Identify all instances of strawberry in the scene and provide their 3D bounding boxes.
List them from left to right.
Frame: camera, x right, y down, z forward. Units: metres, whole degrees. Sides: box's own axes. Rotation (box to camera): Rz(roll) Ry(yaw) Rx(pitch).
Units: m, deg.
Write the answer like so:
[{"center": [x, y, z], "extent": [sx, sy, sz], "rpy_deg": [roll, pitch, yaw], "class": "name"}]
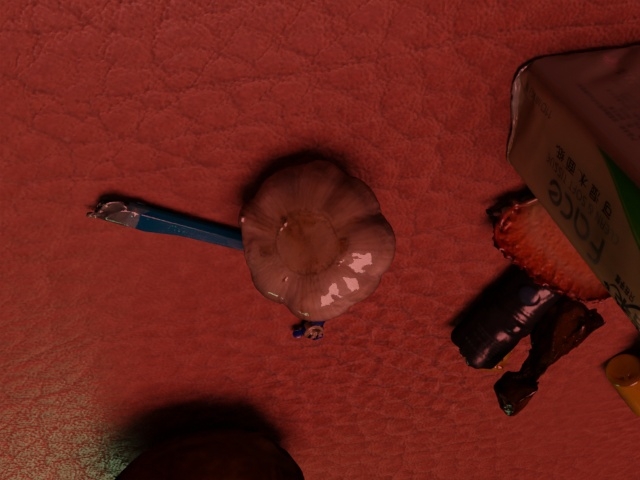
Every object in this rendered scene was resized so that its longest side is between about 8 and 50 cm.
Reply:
[{"center": [0.367, 0.010, 1.057], "extent": [0.167, 0.208, 0.087], "rpy_deg": [-27, 168, 16], "class": "strawberry"}]

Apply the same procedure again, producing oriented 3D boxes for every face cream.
[{"center": [0.713, 0.342, 1.507], "extent": [0.078, 0.078, 0.273], "rpy_deg": [-36, 131, 14], "class": "face cream"}]

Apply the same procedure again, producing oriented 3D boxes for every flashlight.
[{"center": [0.000, 0.125, 1.124], "extent": [0.057, 0.035, 0.121], "rpy_deg": [12, 125, -25], "class": "flashlight"}, {"center": [0.387, 0.057, 1.149], "extent": [0.103, 0.103, 0.424], "rpy_deg": [21, 120, -31], "class": "flashlight"}]

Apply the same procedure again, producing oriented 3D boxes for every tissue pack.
[{"center": [0.474, -0.074, 0.861], "extent": [0.332, 0.404, 0.205], "rpy_deg": [-11, 135, -9], "class": "tissue pack"}]

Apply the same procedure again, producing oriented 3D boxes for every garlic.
[{"center": [0.000, 0.000, 0.958], "extent": [0.219, 0.218, 0.212], "rpy_deg": [-31, 172, 10], "class": "garlic"}]

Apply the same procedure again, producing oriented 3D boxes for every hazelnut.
[{"center": [-0.207, 0.518, 1.205], "extent": [0.421, 0.353, 0.420], "rpy_deg": [-12, 109, -39], "class": "hazelnut"}]

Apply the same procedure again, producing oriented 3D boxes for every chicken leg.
[{"center": [0.394, 0.195, 1.189], "extent": [0.304, 0.093, 0.113], "rpy_deg": [-36, -177, -39], "class": "chicken leg"}]

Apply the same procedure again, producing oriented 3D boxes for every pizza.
[{"center": [0.339, 0.214, 1.315], "extent": [0.123, 0.026, 0.108], "rpy_deg": [23, 117, -31], "class": "pizza"}]

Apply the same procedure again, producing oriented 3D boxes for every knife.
[{"center": [-0.177, -0.013, 0.960], "extent": [0.297, 0.026, 0.044], "rpy_deg": [15, 126, -31], "class": "knife"}]
